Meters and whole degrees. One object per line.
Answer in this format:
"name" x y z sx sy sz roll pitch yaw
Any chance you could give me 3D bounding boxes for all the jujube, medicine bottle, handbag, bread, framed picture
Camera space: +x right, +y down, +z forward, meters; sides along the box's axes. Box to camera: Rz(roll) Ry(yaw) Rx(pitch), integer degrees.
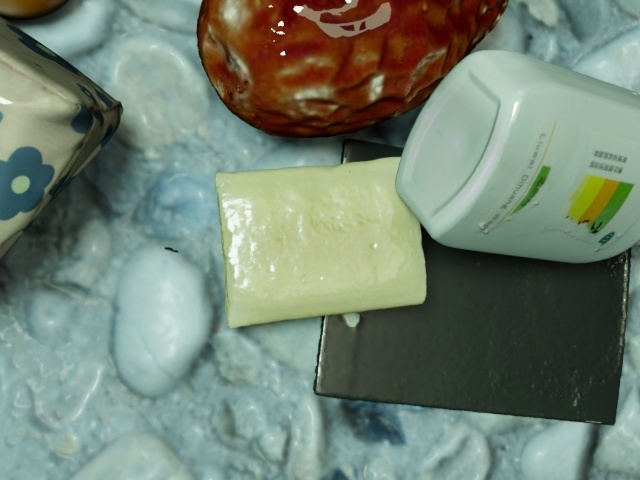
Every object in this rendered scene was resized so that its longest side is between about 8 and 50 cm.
"jujube" 0.034 -0.192 0.687 0.290 0.197 0.197 -28 94 -32
"medicine bottle" 0.219 -0.059 0.718 0.296 0.111 0.161 7 125 -36
"handbag" -0.298 -0.089 0.586 0.251 0.190 0.193 33 94 -7
"bread" 0.000 0.000 0.722 0.178 0.060 0.140 -4 87 -8
"framed picture" 0.162 0.045 0.800 0.323 0.013 0.244 9 84 -15

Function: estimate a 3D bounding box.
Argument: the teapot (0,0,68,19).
"teapot" -0.239 -0.237 0.653 0.173 0.116 0.116 10 83 -16
